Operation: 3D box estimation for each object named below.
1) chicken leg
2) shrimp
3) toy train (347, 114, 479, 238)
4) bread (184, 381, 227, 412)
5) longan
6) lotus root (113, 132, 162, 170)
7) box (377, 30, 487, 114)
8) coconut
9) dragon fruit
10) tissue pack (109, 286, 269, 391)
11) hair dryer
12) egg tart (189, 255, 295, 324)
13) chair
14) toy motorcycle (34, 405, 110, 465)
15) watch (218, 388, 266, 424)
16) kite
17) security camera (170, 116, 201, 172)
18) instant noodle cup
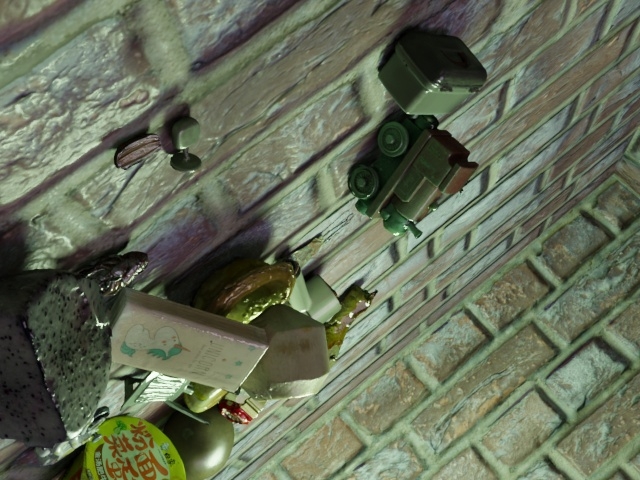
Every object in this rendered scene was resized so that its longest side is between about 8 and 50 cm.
[{"bbox_3d":[0.030,0.309,2.486,0.429,0.153,0.201,-51,170,2],"label":"chicken leg"},{"bbox_3d":[-0.402,0.070,1.369,0.190,0.074,0.073,-20,-176,-23],"label":"shrimp"},{"bbox_3d":[0.210,-0.147,1.783,0.150,0.221,0.304,-11,142,-53],"label":"toy train"},{"bbox_3d":[-0.298,0.388,2.082,0.213,0.104,0.213,-37,167,-10],"label":"bread"},{"bbox_3d":[-0.363,0.588,2.216,0.248,0.248,0.248,-35,158,-17],"label":"longan"},{"bbox_3d":[-0.295,-0.145,1.191,0.083,0.030,0.037,-34,126,-26],"label":"lotus root"},{"bbox_3d":[0.235,-0.345,1.560,0.210,0.148,0.129,-11,151,-49],"label":"box"},{"bbox_3d":[-0.095,0.260,1.756,0.241,0.241,0.241,-35,158,-17],"label":"coconut"},{"bbox_3d":[-0.489,0.174,1.241,0.204,0.221,0.282,-71,154,-61],"label":"dragon fruit"},{"bbox_3d":[-0.293,0.216,1.588,0.326,0.071,0.170,20,120,-25],"label":"tissue pack"},{"bbox_3d":[-0.066,0.144,2.022,0.203,0.128,0.362,-36,153,-12],"label":"hair dryer"},{"bbox_3d":[-0.199,0.137,1.770,0.315,0.120,0.315,-35,160,-15],"label":"egg tart"},{"bbox_3d":[-0.348,0.333,1.811,0.275,0.190,0.203,26,113,-36],"label":"chair"},{"bbox_3d":[-0.603,0.469,1.775,0.229,0.074,0.151,-39,166,19],"label":"toy motorcycle"},{"bbox_3d":[-0.190,0.416,2.210,0.268,0.165,0.102,-51,118,-22],"label":"watch"},{"bbox_3d":[0.002,0.002,1.996,0.229,0.016,0.127,-40,162,-3],"label":"kite"},{"bbox_3d":[-0.226,-0.165,1.258,0.058,0.058,0.092,-25,141,-36],"label":"security camera"},{"bbox_3d":[-0.540,0.644,1.953,0.221,0.311,0.311,-42,160,25],"label":"instant noodle cup"}]
